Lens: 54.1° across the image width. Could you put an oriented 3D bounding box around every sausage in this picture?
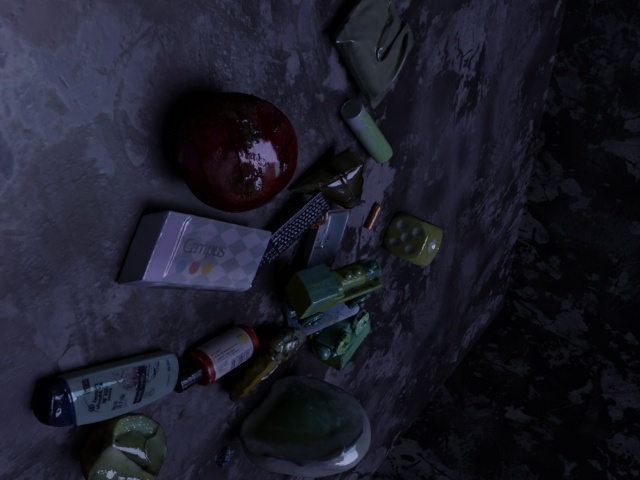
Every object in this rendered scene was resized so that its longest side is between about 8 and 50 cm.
[{"bbox_3d":[0.191,-0.090,2.257,0.031,0.031,0.107,20,95,-60],"label":"sausage"}]

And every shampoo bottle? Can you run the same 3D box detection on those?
[{"bbox_3d":[-0.497,0.357,1.486,0.359,0.078,0.134,-5,106,-56],"label":"shampoo bottle"},{"bbox_3d":[-0.302,0.335,1.752,0.278,0.104,0.104,-28,135,-46],"label":"shampoo bottle"}]

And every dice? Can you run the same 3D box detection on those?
[{"bbox_3d":[0.363,-0.006,2.450,0.166,0.169,0.169,12,103,-60],"label":"dice"}]

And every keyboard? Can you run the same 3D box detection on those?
[{"bbox_3d":[-0.096,-0.017,1.813,0.309,0.018,0.101,-42,145,-9],"label":"keyboard"}]

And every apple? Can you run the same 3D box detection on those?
[{"bbox_3d":[-0.490,0.523,1.548,0.188,0.174,0.207,46,71,-30],"label":"apple"}]

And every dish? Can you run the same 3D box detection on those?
[{"bbox_3d":[0.000,0.000,1.997,0.154,0.064,0.234,-8,119,-55],"label":"dish"}]

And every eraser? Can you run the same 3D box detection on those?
[{"bbox_3d":[-0.295,0.039,1.552,0.397,0.082,0.213,11,103,-59],"label":"eraser"}]

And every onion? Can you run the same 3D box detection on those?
[{"bbox_3d":[-0.184,-0.191,1.382,0.276,0.276,0.276,-37,141,-37],"label":"onion"}]

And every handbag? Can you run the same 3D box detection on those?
[{"bbox_3d":[0.160,-0.557,1.765,0.253,0.109,0.316,-61,144,-11],"label":"handbag"}]

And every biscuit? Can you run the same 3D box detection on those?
[{"bbox_3d":[-0.158,0.368,1.942,0.329,0.078,0.335,-42,171,-22],"label":"biscuit"},{"bbox_3d":[-0.023,-0.073,1.884,0.015,0.091,0.078,-77,165,-76],"label":"biscuit"}]

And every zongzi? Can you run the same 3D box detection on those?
[{"bbox_3d":[0.024,-0.144,1.902,0.242,0.112,0.221,-33,149,-15],"label":"zongzi"}]

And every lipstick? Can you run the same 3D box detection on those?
[{"bbox_3d":[0.149,-0.335,1.959,0.076,0.076,0.304,-60,149,-6],"label":"lipstick"}]

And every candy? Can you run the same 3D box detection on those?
[{"bbox_3d":[-0.038,0.640,2.116,0.386,0.426,0.186,-53,143,-44],"label":"candy"}]

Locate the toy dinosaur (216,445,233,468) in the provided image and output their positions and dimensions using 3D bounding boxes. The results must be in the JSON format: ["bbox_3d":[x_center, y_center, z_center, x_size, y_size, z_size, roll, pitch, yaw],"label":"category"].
[{"bbox_3d":[-0.320,0.734,2.111,0.047,0.030,0.083,13,102,-57],"label":"toy dinosaur"}]

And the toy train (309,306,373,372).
[{"bbox_3d":[0.074,0.336,2.293,0.272,0.159,0.188,-50,151,-30],"label":"toy train"}]

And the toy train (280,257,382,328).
[{"bbox_3d":[0.052,0.145,1.978,0.369,0.150,0.237,-18,161,-33],"label":"toy train"}]

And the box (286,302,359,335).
[{"bbox_3d":[0.010,0.237,2.140,0.285,0.044,0.142,-21,127,-25],"label":"box"}]
